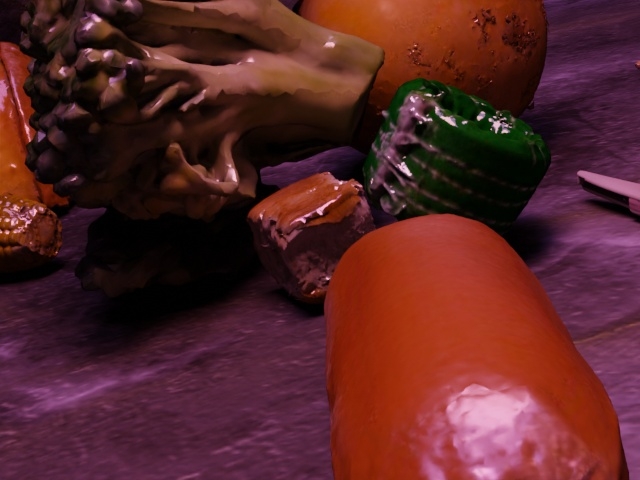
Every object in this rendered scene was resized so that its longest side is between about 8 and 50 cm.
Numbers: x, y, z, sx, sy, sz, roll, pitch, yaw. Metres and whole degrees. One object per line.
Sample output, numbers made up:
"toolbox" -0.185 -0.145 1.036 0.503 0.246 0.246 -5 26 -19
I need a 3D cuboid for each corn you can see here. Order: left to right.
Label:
"corn" -0.328 -0.008 0.956 0.231 0.080 0.080 -2 20 33

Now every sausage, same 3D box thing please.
"sausage" 0.055 0.057 0.449 0.105 0.105 0.274 -12 17 3

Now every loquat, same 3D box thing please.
"loquat" 0.088 -0.179 0.958 0.235 0.235 0.235 -12 17 4

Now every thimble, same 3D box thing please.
"thimble" 0.089 -0.051 0.715 0.118 0.090 0.130 38 20 32

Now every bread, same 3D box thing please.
"bread" -0.392 -0.125 1.203 0.194 0.179 0.340 -18 18 -14
"bread" 0.000 0.002 0.710 0.070 0.076 0.083 -30 23 -14

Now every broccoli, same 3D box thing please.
"broccoli" -0.115 -0.124 0.799 0.324 0.272 0.334 -48 -13 -21

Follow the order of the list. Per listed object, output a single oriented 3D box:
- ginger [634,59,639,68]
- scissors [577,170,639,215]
"ginger" 0.308 -0.076 0.622 0.152 0.138 0.267 -25 17 -25
"scissors" 0.227 -0.023 0.703 0.085 0.022 0.176 -15 20 -21
